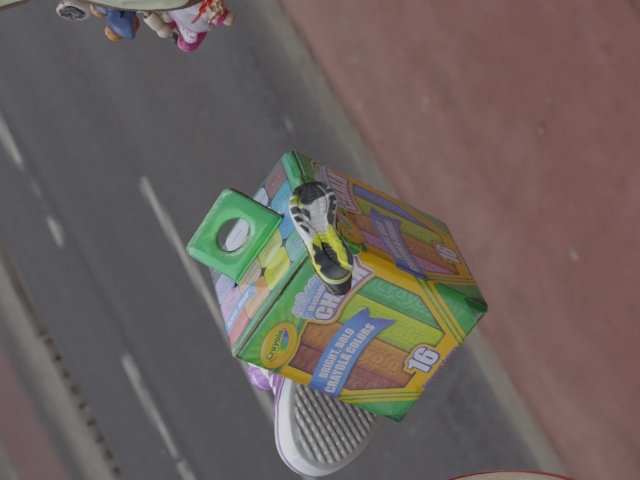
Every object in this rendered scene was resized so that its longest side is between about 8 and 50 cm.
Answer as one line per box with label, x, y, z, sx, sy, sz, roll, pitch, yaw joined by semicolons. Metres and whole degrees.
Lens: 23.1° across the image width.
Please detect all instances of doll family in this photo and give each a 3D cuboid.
doll family;-0.204;-0.248;1.388;0.263;0.118;0.163;43;166;5

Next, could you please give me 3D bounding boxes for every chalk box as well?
chalk box;0.000;0.029;1.246;0.132;0.213;0.132;-55;30;22

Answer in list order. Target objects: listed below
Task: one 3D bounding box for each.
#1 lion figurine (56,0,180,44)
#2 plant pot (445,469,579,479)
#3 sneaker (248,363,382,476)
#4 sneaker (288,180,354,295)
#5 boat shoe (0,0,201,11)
lion figurine;-0.264;-0.370;1.571;0.142;0.392;0.240;-16;57;38
plant pot;0.107;0.233;0.843;0.191;0.191;0.174;36;139;55
sneaker;-0.015;0.139;1.519;0.102;0.282;0.161;37;128;-17
sneaker;0.000;0.000;0.981;0.035;0.031;0.083;84;173;-53
boat shoe;-0.141;-0.144;0.697;0.072;0.190;0.068;85;-177;-69
